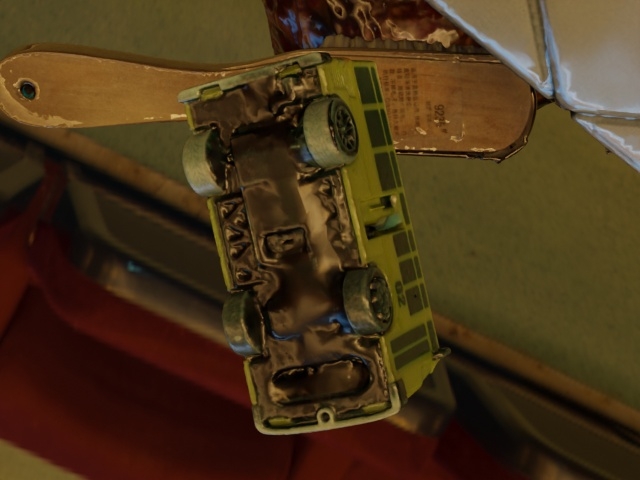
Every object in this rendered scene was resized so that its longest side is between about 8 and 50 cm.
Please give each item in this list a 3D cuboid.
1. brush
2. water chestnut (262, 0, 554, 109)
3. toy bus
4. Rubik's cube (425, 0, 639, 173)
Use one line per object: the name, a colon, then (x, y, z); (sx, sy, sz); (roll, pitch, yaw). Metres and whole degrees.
brush: (-0.033, -0.096, 0.791); (0.327, 0.065, 0.070); (2, 120, 2)
water chestnut: (0.080, -0.254, 1.106); (0.335, 0.347, 0.335); (-24, 132, -30)
toy bus: (0.000, 0.000, 0.642); (0.088, 0.101, 0.175); (-12, 92, 23)
Rubik's cube: (0.209, -0.175, 0.651); (0.205, 0.205, 0.207); (38, 143, -8)
